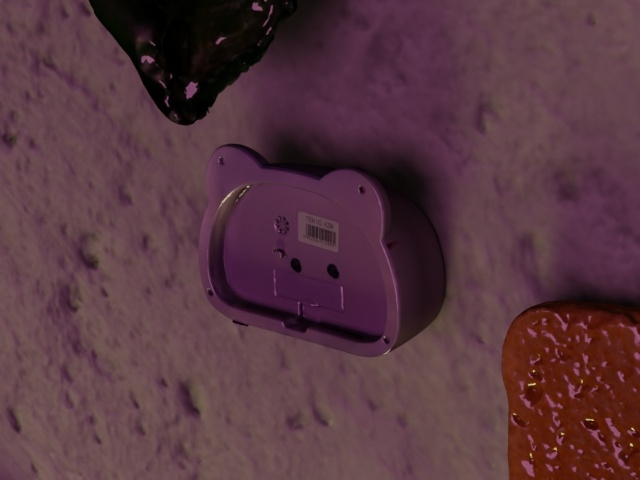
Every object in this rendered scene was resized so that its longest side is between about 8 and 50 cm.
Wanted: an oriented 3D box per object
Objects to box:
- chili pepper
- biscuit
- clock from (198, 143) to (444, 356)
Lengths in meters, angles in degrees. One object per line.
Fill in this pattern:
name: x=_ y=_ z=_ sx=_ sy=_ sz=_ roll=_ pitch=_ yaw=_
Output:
chili pepper: x=-0.039 y=-0.210 z=0.950 sx=0.148 sy=0.116 sz=0.264 roll=47 pitch=131 yaw=36
biscuit: x=0.181 y=0.126 z=0.900 sx=0.186 sy=0.036 sz=0.192 roll=4 pitch=106 yaw=39
clock: x=0.000 y=0.000 z=1.012 sx=0.152 sy=0.050 sz=0.110 roll=13 pitch=113 yaw=39
